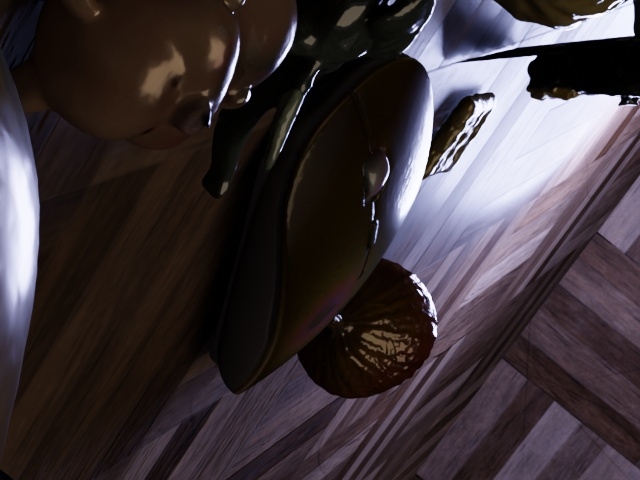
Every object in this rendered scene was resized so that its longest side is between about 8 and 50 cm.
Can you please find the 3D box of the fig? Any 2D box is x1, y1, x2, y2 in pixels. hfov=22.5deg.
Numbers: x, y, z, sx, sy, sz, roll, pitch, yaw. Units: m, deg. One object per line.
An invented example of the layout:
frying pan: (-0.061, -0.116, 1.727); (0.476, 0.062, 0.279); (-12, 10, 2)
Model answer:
fig: (0.041, 0.071, 1.273); (0.119, 0.119, 0.153); (-49, -171, -8)

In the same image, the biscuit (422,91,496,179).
biscuit: (0.112, -0.087, 1.337); (0.083, 0.018, 0.081); (-55, 166, 18)

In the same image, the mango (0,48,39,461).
mango: (-0.187, 0.087, 0.323); (0.378, 0.221, 0.264); (-60, 164, -6)

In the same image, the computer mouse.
computer mouse: (0.000, 0.000, 1.068); (0.158, 0.072, 0.310); (-46, 166, -31)

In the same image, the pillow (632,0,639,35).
pillow: (0.356, -0.287, 1.457); (0.161, 0.092, 0.335); (-44, 166, -12)

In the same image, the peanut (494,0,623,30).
peanut: (0.154, -0.191, 0.971); (0.123, 0.123, 0.256); (-55, 171, 20)

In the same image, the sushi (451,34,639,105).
sushi: (0.229, -0.127, 1.223); (0.192, 0.215, 0.050); (-25, 110, -65)

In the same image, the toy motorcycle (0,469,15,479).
toy motorcycle: (-0.262, 0.288, 0.758); (0.410, 0.168, 0.237); (-62, 170, 23)

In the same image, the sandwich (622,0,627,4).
sandwich: (0.303, -0.283, 1.164); (0.250, 0.162, 0.301); (4, 152, -34)

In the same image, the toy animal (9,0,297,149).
toy animal: (-0.060, -0.080, 0.623); (0.150, 0.089, 0.083); (-24, 130, -58)

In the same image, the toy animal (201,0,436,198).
toy animal: (0.023, -0.136, 0.719); (0.269, 0.082, 0.137); (-51, 167, -2)
